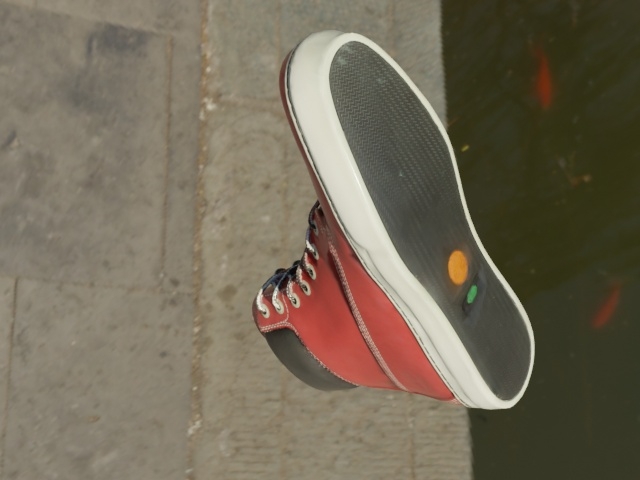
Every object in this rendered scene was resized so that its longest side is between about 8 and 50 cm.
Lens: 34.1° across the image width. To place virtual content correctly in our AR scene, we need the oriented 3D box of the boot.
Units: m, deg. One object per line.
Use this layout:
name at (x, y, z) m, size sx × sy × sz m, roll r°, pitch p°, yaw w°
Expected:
boot at (0.000, 0.000, 0.604) m, size 0.088 × 0.176 × 0.244 m, roll -52°, pitch 126°, yaw -37°
